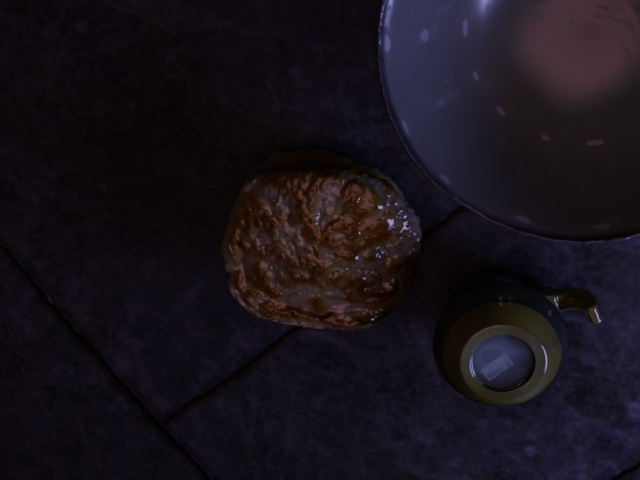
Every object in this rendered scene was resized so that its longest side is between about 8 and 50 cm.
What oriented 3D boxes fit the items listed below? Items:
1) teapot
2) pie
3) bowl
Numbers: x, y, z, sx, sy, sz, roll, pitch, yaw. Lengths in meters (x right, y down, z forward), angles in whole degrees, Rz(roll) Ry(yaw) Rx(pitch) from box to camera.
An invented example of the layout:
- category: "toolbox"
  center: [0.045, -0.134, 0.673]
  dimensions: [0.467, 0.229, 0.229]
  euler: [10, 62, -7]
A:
- category: "teapot"
  center: [0.191, 0.087, 1.135]
  dimensions: [0.166, 0.119, 0.130]
  euler: [-22, 108, 13]
- category: "pie"
  center: [0.000, 0.000, 1.173]
  dimensions: [0.205, 0.084, 0.178]
  euler: [5, 113, 12]
- category: "bowl"
  center: [0.227, -0.180, 1.000]
  dimensions: [0.337, 0.157, 0.337]
  euler: [5, 112, 13]
